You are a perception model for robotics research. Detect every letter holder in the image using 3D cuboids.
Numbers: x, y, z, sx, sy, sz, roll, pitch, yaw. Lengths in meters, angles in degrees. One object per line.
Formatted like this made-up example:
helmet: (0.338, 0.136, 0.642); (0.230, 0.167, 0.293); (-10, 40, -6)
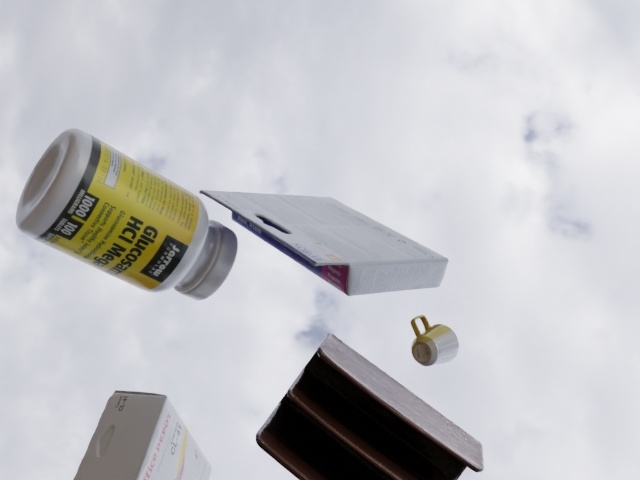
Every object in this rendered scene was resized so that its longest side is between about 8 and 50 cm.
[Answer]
letter holder: (0.078, 0.304, 1.139); (0.302, 0.214, 0.152); (36, -81, 5)

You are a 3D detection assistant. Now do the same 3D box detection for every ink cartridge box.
ink cartridge box: (-0.343, 0.478, 1.530); (0.131, 0.306, 0.226); (1, -132, 15)
ink cartridge box: (0.000, 0.000, 1.343); (0.324, 0.330, 0.071); (31, -67, 42)

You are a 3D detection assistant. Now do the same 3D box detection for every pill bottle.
pill bottle: (-0.310, -0.028, 1.275); (0.188, 0.334, 0.188); (-34, -139, 35)

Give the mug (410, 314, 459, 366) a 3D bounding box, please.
mug: (0.164, 0.161, 1.178); (0.078, 0.064, 0.062); (34, -65, 28)
